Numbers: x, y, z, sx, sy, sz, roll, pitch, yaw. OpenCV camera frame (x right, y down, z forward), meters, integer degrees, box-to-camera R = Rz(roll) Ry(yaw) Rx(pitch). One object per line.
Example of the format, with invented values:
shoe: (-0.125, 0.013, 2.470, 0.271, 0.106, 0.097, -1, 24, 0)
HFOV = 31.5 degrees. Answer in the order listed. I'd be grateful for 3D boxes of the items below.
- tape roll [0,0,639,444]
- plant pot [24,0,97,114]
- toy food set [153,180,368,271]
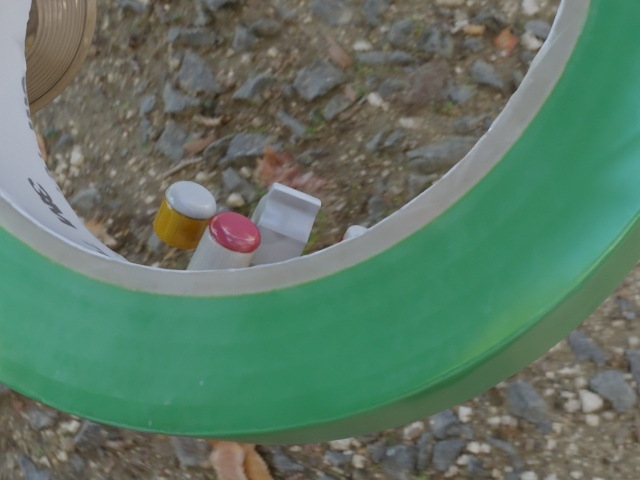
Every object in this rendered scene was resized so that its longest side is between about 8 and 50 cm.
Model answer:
tape roll: (-0.022, -0.092, 0.397, 0.321, 0.077, 0.321, -3, 78, 14)
plant pot: (-0.314, -0.208, 1.017, 0.237, 0.110, 0.238, -7, 111, -17)
toy food set: (0.000, 0.000, 0.831, 0.232, 0.111, 0.105, 21, 122, -12)
